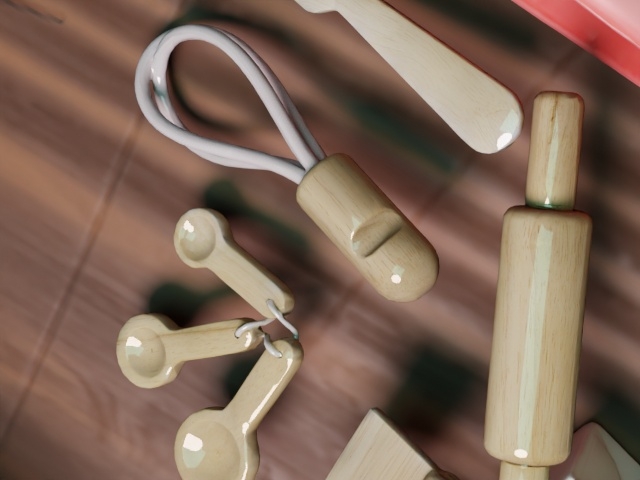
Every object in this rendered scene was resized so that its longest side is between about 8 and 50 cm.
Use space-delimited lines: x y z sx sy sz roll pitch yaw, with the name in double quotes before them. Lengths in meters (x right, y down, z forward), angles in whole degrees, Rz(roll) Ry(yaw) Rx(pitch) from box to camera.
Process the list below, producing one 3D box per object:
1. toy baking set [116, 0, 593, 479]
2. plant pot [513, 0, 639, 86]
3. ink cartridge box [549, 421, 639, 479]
"toy baking set" 0.006 0.002 0.551 0.196 0.030 0.256 13 99 30
"plant pot" 0.111 -0.172 0.399 0.275 0.275 0.243 37 100 6
"ink cartridge box" 0.069 0.179 0.588 0.115 0.067 0.198 45 111 3
